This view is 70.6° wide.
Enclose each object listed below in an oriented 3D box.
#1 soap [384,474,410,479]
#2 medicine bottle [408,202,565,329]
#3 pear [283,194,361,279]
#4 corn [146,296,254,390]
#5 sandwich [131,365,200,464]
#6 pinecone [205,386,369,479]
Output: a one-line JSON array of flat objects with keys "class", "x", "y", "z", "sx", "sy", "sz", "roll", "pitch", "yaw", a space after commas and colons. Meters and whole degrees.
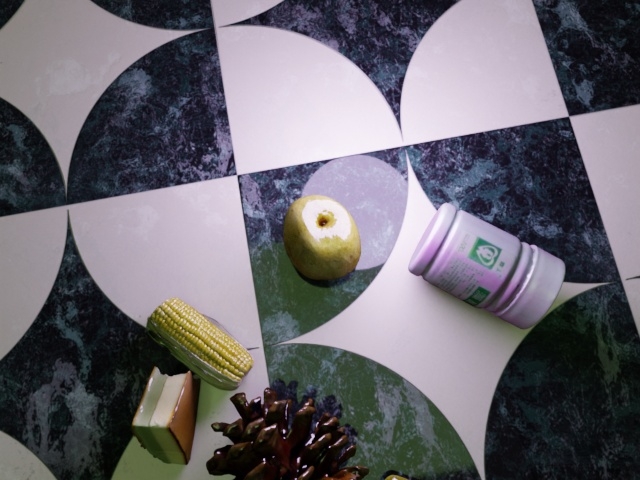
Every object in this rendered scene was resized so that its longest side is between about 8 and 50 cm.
[{"class": "soap", "x": 0.216, "y": 0.644, "z": 1.126, "sx": 0.140, "sy": 0.045, "sz": 0.088, "roll": 19, "pitch": 83, "yaw": 5}, {"class": "medicine bottle", "x": 0.413, "y": 0.064, "z": 1.158, "sx": 0.326, "sy": 0.212, "sz": 0.211, "roll": 28, "pitch": 80, "yaw": 5}, {"class": "pear", "x": 0.000, "y": 0.000, "z": 1.187, "sx": 0.188, "sy": 0.211, "sz": 0.228, "roll": -27, "pitch": 66, "yaw": -23}, {"class": "corn", "x": -0.314, "y": 0.265, "z": 1.177, "sx": 0.305, "sy": 0.122, "sz": 0.123, "roll": 38, "pitch": 90, "yaw": 8}, {"class": "sandwich", "x": -0.374, "y": 0.437, "z": 1.150, "sx": 0.108, "sy": 0.219, "sz": 0.186, "roll": 3, "pitch": 42, "yaw": 4}, {"class": "pinecone", "x": -0.111, "y": 0.509, "z": 1.020, "sx": 0.385, "sy": 0.384, "sz": 0.383, "roll": 0, "pitch": 78, "yaw": 1}]
